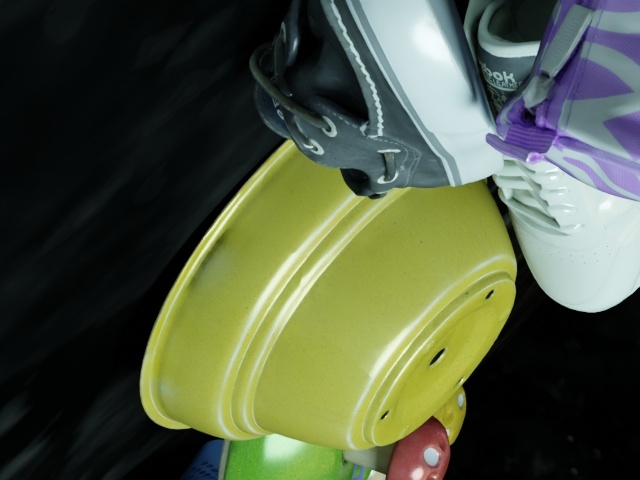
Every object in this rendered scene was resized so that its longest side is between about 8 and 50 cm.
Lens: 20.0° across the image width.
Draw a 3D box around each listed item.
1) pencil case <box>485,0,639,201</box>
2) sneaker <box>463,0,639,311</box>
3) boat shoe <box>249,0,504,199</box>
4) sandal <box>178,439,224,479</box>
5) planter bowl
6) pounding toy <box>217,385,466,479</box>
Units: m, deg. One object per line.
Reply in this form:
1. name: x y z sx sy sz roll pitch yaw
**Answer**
1. pencil case: 0.114 -0.108 0.557 0.086 0.088 0.206 15 -92 61
2. sneaker: 0.098 -0.056 0.772 0.095 0.090 0.235 -41 138 -35
3. boat shoe: 0.015 -0.056 0.623 0.076 0.080 0.228 -19 172 6
4. sandal: -0.080 0.198 1.223 0.317 0.126 0.138 70 27 -72
5. planter bowl: 0.026 0.030 0.834 0.217 0.090 0.217 -42 158 -21
6. pounding toy: 0.028 0.118 1.039 0.237 0.110 0.183 92 23 -46
